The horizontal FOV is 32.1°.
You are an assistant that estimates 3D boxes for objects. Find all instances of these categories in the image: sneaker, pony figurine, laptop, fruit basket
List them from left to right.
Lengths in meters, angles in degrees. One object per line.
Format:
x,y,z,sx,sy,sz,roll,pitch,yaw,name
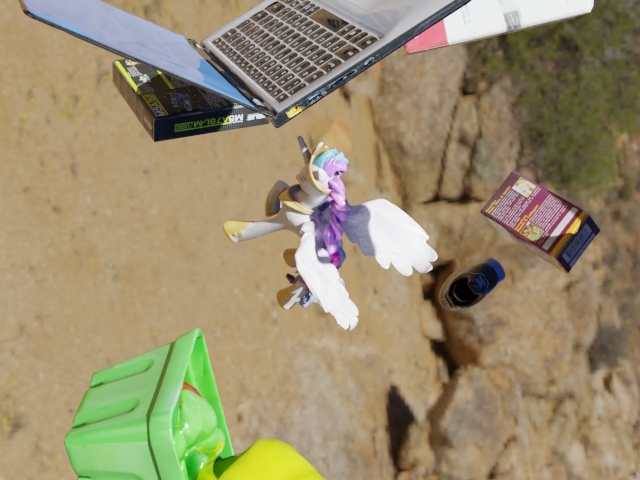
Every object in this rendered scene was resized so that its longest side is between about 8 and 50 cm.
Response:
-0.132,0.335,1.535,0.283,0.391,0.392,-81,160,-62,fruit basket
-0.107,-0.296,1.251,0.236,0.407,0.382,59,-4,-28,laptop
0.000,0.000,2.185,0.302,0.363,0.351,-35,87,-37,pony figurine
0.294,0.106,2.332,0.081,0.090,0.232,54,-29,6,sneaker

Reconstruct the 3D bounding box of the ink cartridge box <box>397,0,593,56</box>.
0.228,-0.388,1.587,0.114,0.272,0.197,-101,179,-84,ink cartridge box

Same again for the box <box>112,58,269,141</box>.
-0.194,-0.221,1.655,0.191,0.184,0.045,50,-34,44,box

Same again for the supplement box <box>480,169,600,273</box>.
0.405,-0.036,2.057,0.188,0.104,0.081,36,-3,40,supplement box
